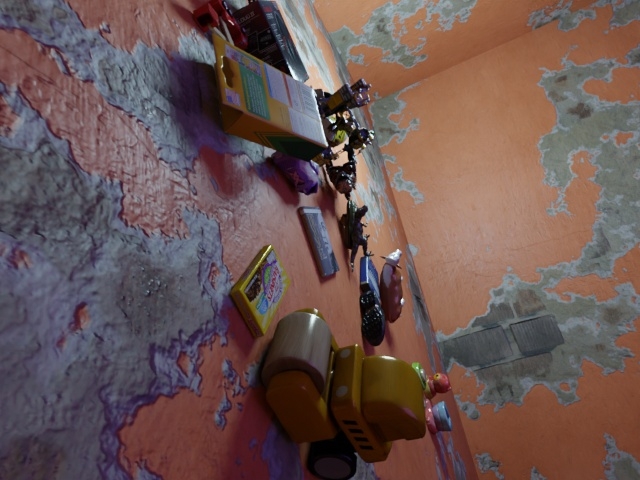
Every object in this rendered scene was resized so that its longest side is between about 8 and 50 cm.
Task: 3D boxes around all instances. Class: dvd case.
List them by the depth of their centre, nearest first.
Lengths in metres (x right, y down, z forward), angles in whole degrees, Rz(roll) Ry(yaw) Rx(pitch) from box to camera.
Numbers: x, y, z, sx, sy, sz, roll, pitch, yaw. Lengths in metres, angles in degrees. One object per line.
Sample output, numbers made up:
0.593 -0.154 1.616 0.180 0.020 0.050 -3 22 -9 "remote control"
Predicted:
0.000 0.000 1.282 0.221 0.018 0.164 71 18 3 "dvd case"

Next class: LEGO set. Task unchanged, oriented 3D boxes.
0.075 -0.406 1.394 0.331 0.192 0.255 -23 91 -38 "LEGO set"

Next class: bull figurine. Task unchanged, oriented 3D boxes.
0.310 0.197 1.775 0.188 0.101 0.311 18 76 -68 "bull figurine"

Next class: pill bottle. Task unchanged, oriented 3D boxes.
0.032 -0.426 1.613 0.208 0.119 0.119 -31 101 -64 "pill bottle"

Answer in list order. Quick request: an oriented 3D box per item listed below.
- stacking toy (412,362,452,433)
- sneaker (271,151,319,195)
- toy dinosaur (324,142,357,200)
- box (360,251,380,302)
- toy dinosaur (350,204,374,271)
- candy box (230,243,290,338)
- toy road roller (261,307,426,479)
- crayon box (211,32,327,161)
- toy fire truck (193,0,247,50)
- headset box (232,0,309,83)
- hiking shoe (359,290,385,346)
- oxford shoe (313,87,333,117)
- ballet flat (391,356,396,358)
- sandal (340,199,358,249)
0.548 0.727 1.949 0.279 0.130 0.309 59 21 -32 "stacking toy"
-0.061 -0.195 1.198 0.236 0.095 0.105 25 56 -67 "sneaker"
0.080 -0.264 1.629 0.322 0.164 0.218 -163 -123 -75 "toy dinosaur"
0.203 0.158 1.678 0.136 0.036 0.225 62 20 -26 "box"
0.154 0.003 1.562 0.118 0.064 0.268 28 64 -49 "toy dinosaur"
-0.115 0.095 0.836 0.206 0.027 0.105 -67 138 -64 "candy box"
0.060 0.286 0.803 0.330 0.240 0.202 62 19 -24 "toy road roller"
-0.137 -0.336 1.012 0.323 0.083 0.203 11 59 -46 "crayon box"
-0.252 -0.551 1.068 0.192 0.047 0.135 41 35 -58 "toy fire truck"
-0.159 -0.617 1.301 0.293 0.110 0.218 63 20 -22 "headset box"
0.201 0.288 1.460 0.114 0.086 0.227 53 24 -35 "hiking shoe"
0.015 -0.532 1.688 0.123 0.130 0.348 71 18 0 "oxford shoe"
0.246 0.477 1.430 0.074 0.074 0.203 59 24 -32 "ballet flat"
0.109 -0.064 1.615 0.090 0.060 0.219 36 53 -51 "sandal"
